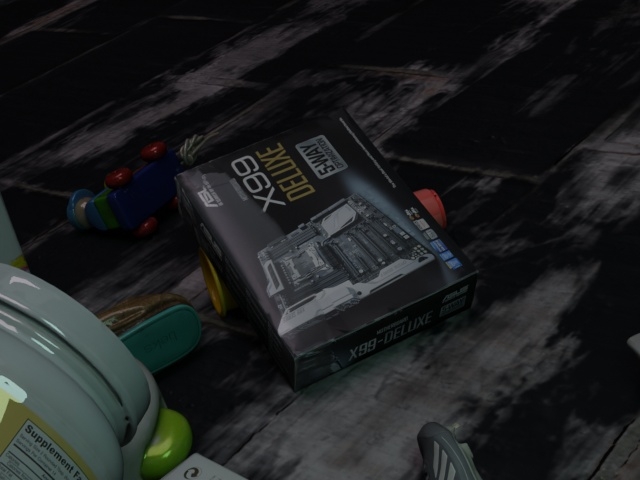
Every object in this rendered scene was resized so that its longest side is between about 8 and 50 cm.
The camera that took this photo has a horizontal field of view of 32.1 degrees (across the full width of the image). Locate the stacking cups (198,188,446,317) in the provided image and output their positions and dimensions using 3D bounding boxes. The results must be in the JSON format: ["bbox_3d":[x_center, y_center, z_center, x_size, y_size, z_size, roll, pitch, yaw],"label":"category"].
[{"bbox_3d":[0.005,0.004,1.431,0.316,0.096,0.096,-19,29,-15],"label":"stacking cups"}]

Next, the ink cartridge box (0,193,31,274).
[{"bbox_3d":[-0.468,0.074,1.309,0.197,0.270,0.198,13,37,39],"label":"ink cartridge box"}]

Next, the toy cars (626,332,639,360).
[{"bbox_3d":[0.466,0.054,1.150,0.176,0.087,0.393,6,36,40],"label":"toy cars"}]

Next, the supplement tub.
[{"bbox_3d":[-0.300,0.201,0.837,0.241,0.241,0.331,6,48,32],"label":"supplement tub"}]

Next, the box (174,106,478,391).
[{"bbox_3d":[0.000,0.000,1.326,0.242,0.076,0.307,-23,55,-18],"label":"box"}]

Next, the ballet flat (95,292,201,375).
[{"bbox_3d":[-0.296,0.148,1.272,0.342,0.116,0.124,-31,29,-35],"label":"ballet flat"}]

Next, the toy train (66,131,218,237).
[{"bbox_3d":[-0.274,-0.095,1.730,0.143,0.105,0.248,-9,25,37],"label":"toy train"}]

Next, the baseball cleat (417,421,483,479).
[{"bbox_3d":[0.105,0.235,0.983,0.109,0.072,0.206,-24,26,-7],"label":"baseball cleat"}]

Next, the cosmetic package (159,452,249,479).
[{"bbox_3d":[0.004,0.311,0.758,0.365,0.197,0.155,15,40,44],"label":"cosmetic package"}]

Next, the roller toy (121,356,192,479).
[{"bbox_3d":[-0.235,0.212,1.088,0.191,0.146,0.209,-32,42,-20],"label":"roller toy"}]
